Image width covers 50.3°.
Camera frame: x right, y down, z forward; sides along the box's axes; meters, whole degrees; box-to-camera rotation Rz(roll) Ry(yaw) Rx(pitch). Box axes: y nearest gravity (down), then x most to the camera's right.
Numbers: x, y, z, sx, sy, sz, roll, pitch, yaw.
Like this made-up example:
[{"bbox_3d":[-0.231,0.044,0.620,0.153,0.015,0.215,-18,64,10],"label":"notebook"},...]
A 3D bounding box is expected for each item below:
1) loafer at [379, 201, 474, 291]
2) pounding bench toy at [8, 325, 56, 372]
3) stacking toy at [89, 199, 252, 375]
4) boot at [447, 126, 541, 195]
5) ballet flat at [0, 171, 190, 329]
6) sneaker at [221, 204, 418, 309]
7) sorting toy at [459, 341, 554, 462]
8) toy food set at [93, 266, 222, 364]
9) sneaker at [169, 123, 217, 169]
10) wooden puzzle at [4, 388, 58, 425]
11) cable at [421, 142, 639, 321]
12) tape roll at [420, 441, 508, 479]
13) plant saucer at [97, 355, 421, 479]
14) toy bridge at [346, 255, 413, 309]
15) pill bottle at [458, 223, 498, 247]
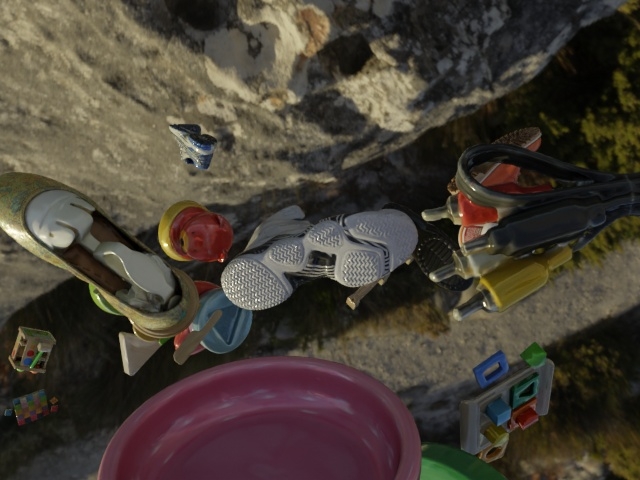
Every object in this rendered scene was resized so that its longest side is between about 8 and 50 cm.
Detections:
[{"bbox_3d":[0.206,0.004,1.270,0.080,0.220,0.078,-53,158,24],"label":"loafer"},{"bbox_3d":[-0.479,0.191,1.139,0.052,0.083,0.065,19,91,-36],"label":"pounding bench toy"},{"bbox_3d":[-0.260,0.106,1.285,0.279,0.130,0.308,-30,118,-37],"label":"stacking toy"},{"bbox_3d":[0.275,-0.099,1.021,0.158,0.059,0.084,-40,112,8],"label":"boot"},{"bbox_3d":[-0.336,0.008,1.020,0.348,0.123,0.123,41,112,-14],"label":"ballet flat"},{"bbox_3d":[0.000,0.000,1.278,0.366,0.210,0.137,-18,112,13],"label":"sneaker"},{"bbox_3d":[0.357,0.326,1.285,0.196,0.047,0.347,-23,133,-13],"label":"sorting toy"},{"bbox_3d":[-0.274,0.107,1.164,0.192,0.038,0.132,44,75,-11],"label":"toy food set"},{"bbox_3d":[-0.214,-0.153,1.112,0.052,0.135,0.058,-4,117,-30],"label":"sneaker"},{"bbox_3d":[-0.475,0.275,1.123,0.083,0.006,0.049,-17,118,-32],"label":"wooden puzzle"},{"bbox_3d":[0.228,-0.030,0.581,0.287,0.139,0.072,-13,161,-2],"label":"cable"},{"bbox_3d":[0.143,0.436,0.900,0.321,0.321,0.077,-46,155,23],"label":"tape roll"},{"bbox_3d":[-0.060,0.244,0.723,0.332,0.332,0.084,-7,113,-8],"label":"plant saucer"},{"bbox_3d":[0.135,0.075,1.469,0.188,0.026,0.063,-38,164,-18],"label":"toy bridge"},{"bbox_3d":[0.293,-0.002,1.125,0.086,0.152,0.086,0,93,-9],"label":"pill bottle"}]
